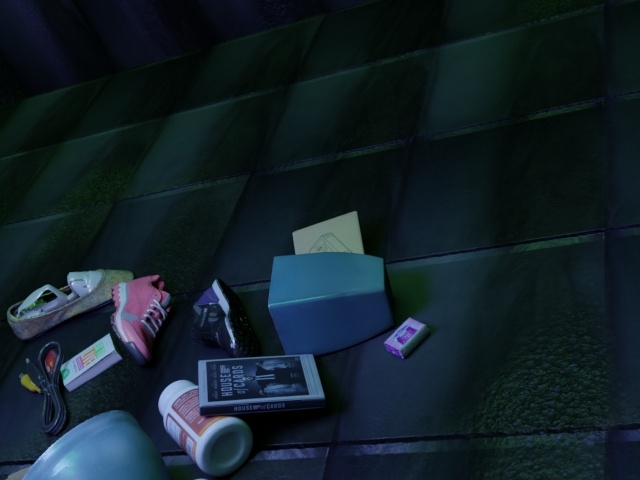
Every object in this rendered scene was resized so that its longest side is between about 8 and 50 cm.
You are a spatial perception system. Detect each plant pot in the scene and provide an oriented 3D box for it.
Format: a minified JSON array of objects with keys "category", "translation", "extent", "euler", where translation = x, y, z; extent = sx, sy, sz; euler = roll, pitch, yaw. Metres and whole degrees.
[{"category":"plant pot","translation":[-0.378,0.481,1.573],"extent":[0.196,0.293,0.293],"euler":[37,65,24]},{"category":"plant pot","translation":[0.030,0.126,1.847],"extent":[0.234,0.166,0.166],"euler":[-10,36,11]}]

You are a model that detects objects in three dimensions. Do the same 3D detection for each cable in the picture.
[{"category":"cable","translation":[-0.633,0.347,2.101],"extent":[0.139,0.072,0.287],"euler":[-45,44,-4]}]

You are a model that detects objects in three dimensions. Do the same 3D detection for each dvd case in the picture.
[{"category":"dvd case","translation":[-0.120,0.281,1.739],"extent":[0.238,0.030,0.179],"euler":[-2,21,-8]}]

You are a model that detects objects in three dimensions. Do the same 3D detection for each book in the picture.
[{"category":"book","translation":[-0.558,0.294,2.140],"extent":[0.144,0.035,0.096],"euler":[-35,32,-7]}]

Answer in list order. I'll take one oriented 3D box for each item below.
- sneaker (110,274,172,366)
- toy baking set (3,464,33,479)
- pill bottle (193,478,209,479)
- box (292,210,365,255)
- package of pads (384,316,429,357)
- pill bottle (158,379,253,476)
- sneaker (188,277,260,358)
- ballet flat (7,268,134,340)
[{"category":"sneaker","translation":[-0.423,0.173,2.131],"extent":[0.136,0.116,0.314],"euler":[-26,33,-1]},{"category":"toy baking set","translation":[-0.600,0.542,1.837],"extent":[0.256,0.030,0.197],"euler":[-26,36,2]},{"category":"pill bottle","translation":[-0.201,0.496,1.576],"extent":[0.078,0.078,0.137],"euler":[-34,34,-10]},{"category":"box","translation":[0.023,0.039,2.032],"extent":[0.164,0.021,0.201],"euler":[-18,53,12]},{"category":"package of pads","translation":[0.173,0.194,1.766],"extent":[0.083,0.032,0.050],"euler":[-42,35,-21]},{"category":"pill bottle","translation":[-0.233,0.361,1.741],"extent":[0.121,0.121,0.216],"euler":[-39,35,-17]},{"category":"sneaker","translation":[-0.224,0.208,1.985],"extent":[0.124,0.107,0.283],"euler":[-41,29,5]},{"category":"ballet flat","translation":[-0.666,0.147,2.334],"extent":[0.348,0.123,0.123],"euler":[-26,33,1]}]
